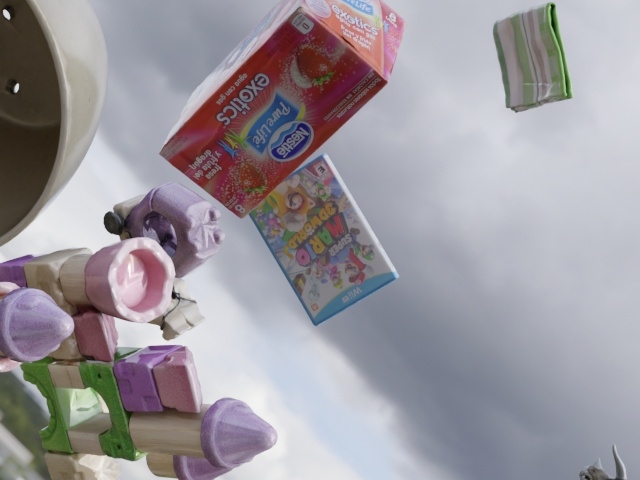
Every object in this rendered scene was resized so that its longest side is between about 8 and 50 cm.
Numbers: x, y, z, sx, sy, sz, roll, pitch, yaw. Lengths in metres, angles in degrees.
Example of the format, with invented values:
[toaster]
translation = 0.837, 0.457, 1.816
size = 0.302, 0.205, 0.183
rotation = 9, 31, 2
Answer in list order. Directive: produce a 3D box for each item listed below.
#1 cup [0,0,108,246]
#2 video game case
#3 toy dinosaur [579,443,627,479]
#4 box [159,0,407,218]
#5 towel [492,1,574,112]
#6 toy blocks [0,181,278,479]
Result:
[cup]
translation = -0.343, -0.170, 1.447
size = 0.331, 0.331, 0.237
rotation = 44, 25, 2
[video game case]
translation = 0.000, 0.000, 1.682
size = 0.166, 0.119, 0.015
rotation = 59, 21, 2
[toy dinosaur]
translation = 0.463, 0.439, 2.010
size = 0.313, 0.160, 0.121
rotation = 43, -4, -23
[box]
translation = -0.040, -0.160, 1.540
size = 0.122, 0.128, 0.257
rotation = 38, -54, -15
[towel]
translation = 0.238, -0.206, 1.656
size = 0.152, 0.023, 0.113
rotation = 179, -103, -75
[toy blocks]
translation = -0.124, 0.124, 1.157
size = 0.260, 0.309, 0.289
rotation = -2, -74, 40
